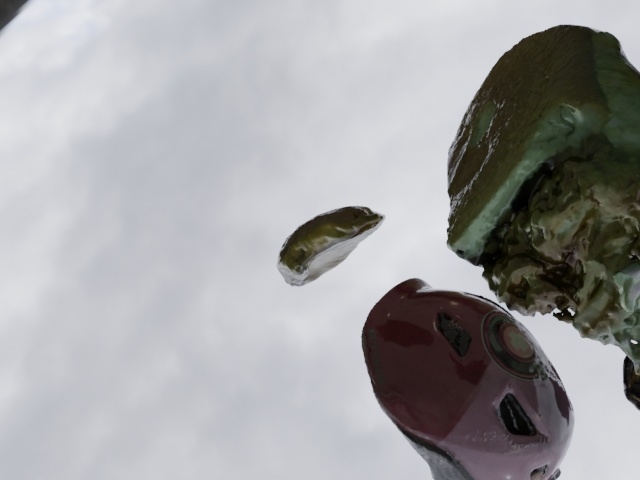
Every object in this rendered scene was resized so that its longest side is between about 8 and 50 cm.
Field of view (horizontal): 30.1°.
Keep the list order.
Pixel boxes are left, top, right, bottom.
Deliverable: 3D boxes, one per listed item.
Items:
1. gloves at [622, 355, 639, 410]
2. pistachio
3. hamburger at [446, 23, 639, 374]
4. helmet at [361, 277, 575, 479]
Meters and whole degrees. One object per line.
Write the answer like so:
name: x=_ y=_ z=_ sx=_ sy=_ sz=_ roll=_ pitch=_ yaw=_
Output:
gloves: x=0.460 y=0.146 z=1.341 sx=0.142 sy=0.285 sz=0.119 roll=-40 pitch=-131 yaw=44
pistachio: x=0.000 y=0.000 z=1.195 sx=0.089 sy=0.049 sz=0.173 roll=-27 pitch=170 yaw=-33
hamburger: x=0.202 y=-0.051 z=0.836 sx=0.192 sy=0.167 sz=0.288 roll=-51 pitch=-165 yaw=28
helmet: x=0.173 y=0.154 z=1.251 sx=0.154 sy=0.253 sz=0.198 roll=-13 pitch=-167 yaw=40
